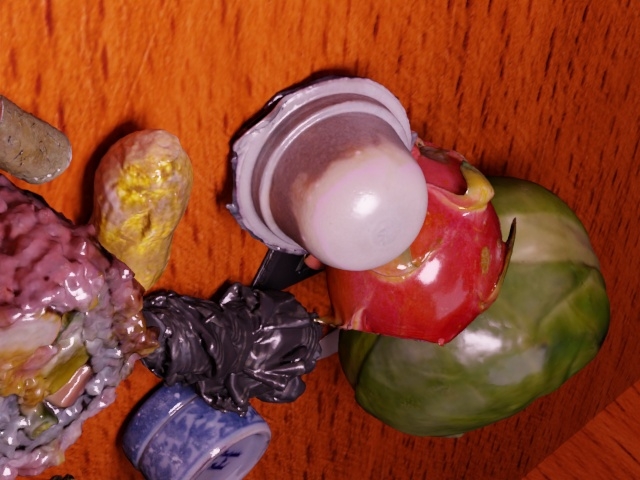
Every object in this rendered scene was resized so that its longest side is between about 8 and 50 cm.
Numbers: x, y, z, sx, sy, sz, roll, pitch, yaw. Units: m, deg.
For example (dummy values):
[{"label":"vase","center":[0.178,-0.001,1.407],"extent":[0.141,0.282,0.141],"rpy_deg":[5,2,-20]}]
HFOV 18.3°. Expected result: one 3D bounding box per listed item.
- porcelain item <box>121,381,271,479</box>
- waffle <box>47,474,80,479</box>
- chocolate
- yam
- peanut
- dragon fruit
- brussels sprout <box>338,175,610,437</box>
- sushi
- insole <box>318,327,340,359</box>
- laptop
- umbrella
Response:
[{"label":"porcelain item","center":[-0.142,0.221,2.231],"extent":[0.147,0.114,0.147],"rpy_deg":[-37,159,-17]},{"label":"waffle","center":[-0.336,0.349,2.193],"extent":[0.214,0.054,0.207],"rpy_deg":[-32,153,-45]},{"label":"chocolate","center":[0.026,-0.051,1.918],"extent":[0.221,0.147,0.221],"rpy_deg":[-12,118,-22]},{"label":"yam","center":[-0.243,-0.080,1.562],"extent":[0.054,0.054,0.132],"rpy_deg":[-46,159,2]},{"label":"peanut","center":[-0.165,-0.025,1.768],"extent":[0.087,0.087,0.206],"rpy_deg":[-31,158,-34]},{"label":"dragon fruit","center":[0.098,0.001,2.131],"extent":[0.224,0.224,0.227],"rpy_deg":[28,78,-69]},{"label":"brussels sprout","center":[0.203,0.079,2.391],"extent":[0.371,0.276,0.314],"rpy_deg":[-25,155,-44]},{"label":"sushi","center":[-0.276,0.074,1.629],"extent":[0.236,0.171,0.270],"rpy_deg":[-39,156,-15]},{"label":"insole","center":[0.052,0.110,2.546],"extent":[0.197,0.004,0.065],"rpy_deg":[-26,152,-41]},{"label":"laptop","center":[0.000,0.000,2.225],"extent":[0.180,0.016,0.129],"rpy_deg":[-25,152,-44]},{"label":"umbrella","center":[-0.100,0.103,2.075],"extent":[0.154,0.128,0.336],"rpy_deg":[-37,157,9]}]
